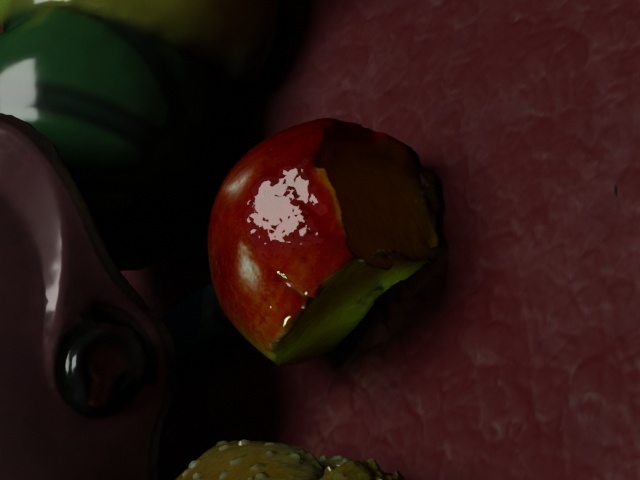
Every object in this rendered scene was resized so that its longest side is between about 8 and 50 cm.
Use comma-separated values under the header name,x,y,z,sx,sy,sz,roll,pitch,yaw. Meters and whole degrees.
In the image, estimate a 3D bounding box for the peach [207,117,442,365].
name,x,y,z,sx,sy,sz,roll,pitch,yaw
peach,-0.008,0.000,0.858,0.151,0.118,0.151,-48,23,28

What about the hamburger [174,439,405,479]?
name,x,y,z,sx,sy,sz,roll,pitch,yaw
hamburger,-0.034,0.189,0.782,0.215,0.122,0.189,-59,33,8

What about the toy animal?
name,x,y,z,sx,sy,sz,roll,pitch,yaw
toy animal,-0.129,-0.144,1.049,0.191,0.216,0.338,4,75,27

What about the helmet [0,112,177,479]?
name,x,y,z,sx,sy,sz,roll,pitch,yaw
helmet,-0.220,0.115,0.910,0.271,0.197,0.338,6,114,50

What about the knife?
name,x,y,z,sx,sy,sz,roll,pitch,yaw
knife,-0.119,0.076,1.052,0.296,0.026,0.044,-32,44,44
